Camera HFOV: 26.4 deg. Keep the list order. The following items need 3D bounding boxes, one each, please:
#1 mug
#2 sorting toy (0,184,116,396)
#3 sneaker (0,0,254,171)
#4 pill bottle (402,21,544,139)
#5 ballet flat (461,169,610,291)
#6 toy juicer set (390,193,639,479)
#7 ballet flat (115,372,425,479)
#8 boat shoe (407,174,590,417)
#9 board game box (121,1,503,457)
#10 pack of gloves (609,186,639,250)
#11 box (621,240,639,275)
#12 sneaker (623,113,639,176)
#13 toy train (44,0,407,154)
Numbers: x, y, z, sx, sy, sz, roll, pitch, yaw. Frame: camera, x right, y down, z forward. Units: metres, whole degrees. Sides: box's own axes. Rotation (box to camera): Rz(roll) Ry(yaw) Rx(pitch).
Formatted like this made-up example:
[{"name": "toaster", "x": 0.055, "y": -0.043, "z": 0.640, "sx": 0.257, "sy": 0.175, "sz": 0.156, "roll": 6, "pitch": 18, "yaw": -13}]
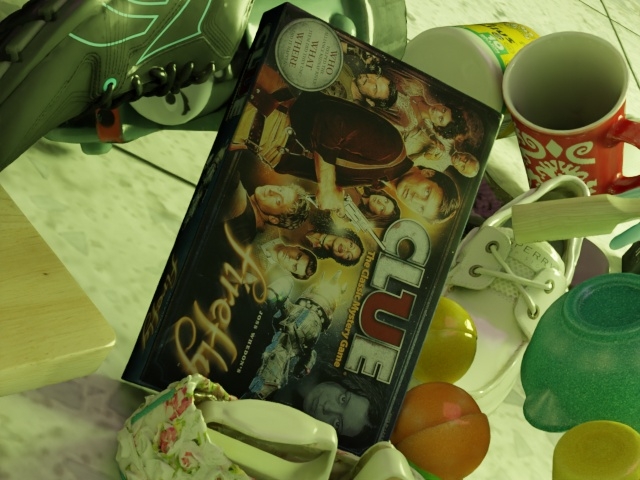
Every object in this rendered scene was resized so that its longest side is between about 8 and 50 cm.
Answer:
[{"name": "mug", "x": 0.241, "y": -0.086, "z": 1.269, "sx": 0.169, "sy": 0.113, "sz": 0.150, "roll": 68, "pitch": -3, "yaw": -57}, {"name": "sorting toy", "x": -0.275, "y": 0.007, "z": 0.653, "sx": 0.255, "sy": 0.089, "sz": 0.257, "roll": 48, "pitch": 30, "yaw": 22}, {"name": "sneaker", "x": -0.101, "y": -0.116, "z": 0.750, "sx": 0.106, "sy": 0.101, "sz": 0.267, "roll": 50, "pitch": 63, "yaw": -24}, {"name": "pill bottle", "x": 0.168, "y": -0.158, "z": 1.357, "sx": 0.117, "sy": 0.117, "sz": 0.208, "roll": 46, "pitch": 30, "yaw": 18}, {"name": "ballet flat", "x": 0.142, "y": -0.023, "z": 1.198, "sx": 0.250, "sy": 0.058, "sz": 0.084, "roll": 35, "pitch": 63, "yaw": 10}, {"name": "toy juicer set", "x": 0.166, "y": 0.070, "z": 0.912, "sx": 0.209, "sy": 0.089, "sz": 0.329, "roll": 7, "pitch": 39, "yaw": 30}, {"name": "ballet flat", "x": 0.002, "y": 0.141, "z": 0.767, "sx": 0.241, "sy": 0.077, "sz": 0.091, "roll": 23, "pitch": 30, "yaw": -24}, {"name": "boat shoe", "x": 0.138, "y": 0.030, "z": 1.030, "sx": 0.098, "sy": 0.096, "sz": 0.277, "roll": 35, "pitch": 40, "yaw": 0}, {"name": "board game box", "x": 0.000, "y": 0.000, "z": 0.837, "sx": 0.165, "sy": 0.243, "sz": 0.042, "roll": 24, "pitch": -11, "yaw": -21}, {"name": "pack of gloves", "x": 0.335, "y": -0.026, "z": 1.231, "sx": 0.195, "sy": 0.232, "sz": 0.046, "roll": 9, "pitch": 68, "yaw": -66}, {"name": "box", "x": 0.341, "y": 0.032, "z": 1.327, "sx": 0.083, "sy": 0.052, "sz": 0.062, "roll": 33, "pitch": 27, "yaw": -3}, {"name": "sneaker", "x": 0.339, "y": -0.088, "z": 1.463, "sx": 0.212, "sy": 0.094, "sz": 0.080, "roll": 20, "pitch": 31, "yaw": -28}, {"name": "toy train", "x": -0.072, "y": -0.149, "z": 0.990, "sx": 0.190, "sy": 0.142, "sz": 0.334, "roll": 3, "pitch": 16, "yaw": 27}]
